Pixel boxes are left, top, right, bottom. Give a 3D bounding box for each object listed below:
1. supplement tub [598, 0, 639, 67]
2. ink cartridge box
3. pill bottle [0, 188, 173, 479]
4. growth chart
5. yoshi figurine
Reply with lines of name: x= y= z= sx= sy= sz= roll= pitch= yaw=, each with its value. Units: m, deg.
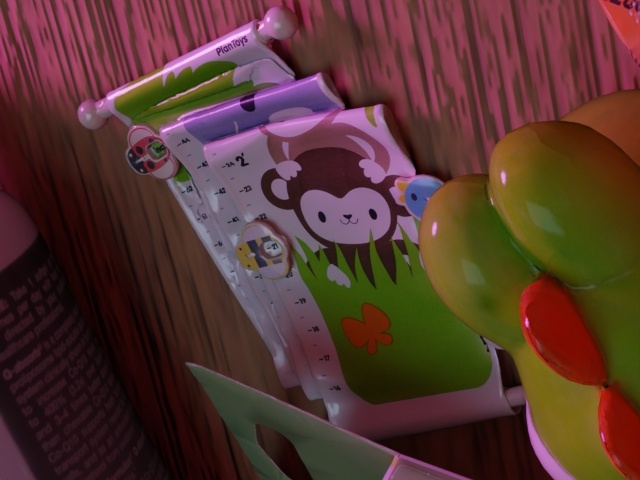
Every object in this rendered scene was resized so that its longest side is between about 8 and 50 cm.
supplement tub: x=0.226 y=-0.150 z=0.460 sx=0.193 sy=0.193 sz=0.316 roll=52 pitch=133 yaw=-2
ink cartridge box: x=0.044 y=0.153 z=0.820 sx=0.235 sy=0.056 sz=0.171 roll=18 pitch=155 yaw=24
pill bottle: x=-0.212 y=0.098 z=0.912 sx=0.210 sy=0.210 sz=0.363 roll=-15 pitch=106 yaw=40
growth chart: x=0.000 y=0.000 z=0.831 sx=0.172 sy=0.021 sz=0.237 roll=-27 pitch=100 yaw=41
yoshi figurine: x=0.191 y=0.071 z=0.671 sx=0.362 sy=0.203 sz=0.203 roll=45 pitch=175 yaw=-14
